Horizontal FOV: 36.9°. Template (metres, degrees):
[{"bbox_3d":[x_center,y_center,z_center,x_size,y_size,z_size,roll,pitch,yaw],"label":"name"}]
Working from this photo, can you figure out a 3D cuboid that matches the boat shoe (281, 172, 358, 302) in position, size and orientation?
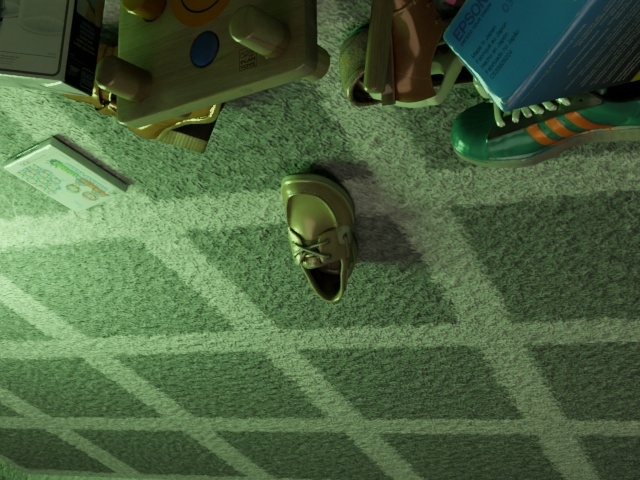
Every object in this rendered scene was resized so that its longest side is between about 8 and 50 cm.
[{"bbox_3d":[0.000,0.000,1.563,0.109,0.098,0.302,3,150,13],"label":"boat shoe"}]

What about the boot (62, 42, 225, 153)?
[{"bbox_3d":[-0.225,-0.230,1.257,0.220,0.109,0.283,21,156,-9],"label":"boot"}]

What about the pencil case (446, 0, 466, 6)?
[{"bbox_3d":[0.155,-0.293,0.944,0.098,0.095,0.209,1,179,8],"label":"pencil case"}]

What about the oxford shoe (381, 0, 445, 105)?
[{"bbox_3d":[0.100,-0.256,1.063,0.076,0.076,0.212,-2,118,6],"label":"oxford shoe"}]

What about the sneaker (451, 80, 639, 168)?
[{"bbox_3d":[0.298,-0.175,1.167,0.302,0.108,0.121,-10,144,18],"label":"sneaker"}]

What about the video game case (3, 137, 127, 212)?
[{"bbox_3d":[-0.425,-0.106,1.600,0.143,0.019,0.157,-17,141,39],"label":"video game case"}]

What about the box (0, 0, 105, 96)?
[{"bbox_3d":[-0.299,-0.300,0.949,0.169,0.289,0.087,8,179,6],"label":"box"}]

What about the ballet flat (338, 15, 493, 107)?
[{"bbox_3d":[0.168,-0.210,1.138,0.316,0.106,0.107,-7,147,28],"label":"ballet flat"}]

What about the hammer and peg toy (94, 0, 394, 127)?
[{"bbox_3d":[-0.070,-0.264,0.967,0.361,0.265,0.127,-10,164,33],"label":"hammer and peg toy"}]

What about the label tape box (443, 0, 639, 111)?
[{"bbox_3d":[0.306,-0.260,0.910,0.334,0.106,0.240,-17,152,-42],"label":"label tape box"}]
